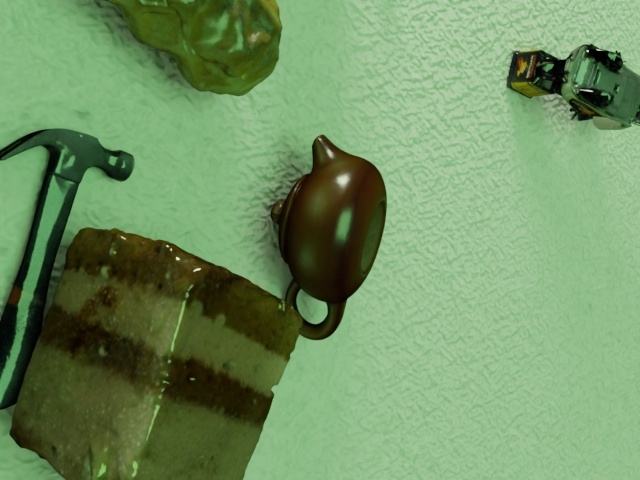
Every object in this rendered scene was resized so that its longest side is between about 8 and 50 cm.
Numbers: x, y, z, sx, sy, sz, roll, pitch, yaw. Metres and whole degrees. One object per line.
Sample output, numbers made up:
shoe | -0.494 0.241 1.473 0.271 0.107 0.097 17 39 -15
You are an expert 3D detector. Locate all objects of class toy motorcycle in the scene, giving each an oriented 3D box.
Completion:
toy motorcycle | 0.431 -0.229 1.377 0.263 0.157 0.091 16 86 -37

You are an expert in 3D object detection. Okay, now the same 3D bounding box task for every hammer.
hammer | -0.288 0.026 0.883 0.137 0.037 0.290 22 79 -39

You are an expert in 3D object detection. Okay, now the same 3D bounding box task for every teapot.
teapot | 0.000 0.000 1.073 0.178 0.135 0.252 -30 135 -65

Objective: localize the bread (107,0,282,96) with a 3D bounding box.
bread | -0.146 -0.263 0.920 0.267 0.130 0.152 41 59 -34

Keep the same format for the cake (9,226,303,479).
cake | -0.175 0.153 0.873 0.198 0.196 0.293 34 74 -56
